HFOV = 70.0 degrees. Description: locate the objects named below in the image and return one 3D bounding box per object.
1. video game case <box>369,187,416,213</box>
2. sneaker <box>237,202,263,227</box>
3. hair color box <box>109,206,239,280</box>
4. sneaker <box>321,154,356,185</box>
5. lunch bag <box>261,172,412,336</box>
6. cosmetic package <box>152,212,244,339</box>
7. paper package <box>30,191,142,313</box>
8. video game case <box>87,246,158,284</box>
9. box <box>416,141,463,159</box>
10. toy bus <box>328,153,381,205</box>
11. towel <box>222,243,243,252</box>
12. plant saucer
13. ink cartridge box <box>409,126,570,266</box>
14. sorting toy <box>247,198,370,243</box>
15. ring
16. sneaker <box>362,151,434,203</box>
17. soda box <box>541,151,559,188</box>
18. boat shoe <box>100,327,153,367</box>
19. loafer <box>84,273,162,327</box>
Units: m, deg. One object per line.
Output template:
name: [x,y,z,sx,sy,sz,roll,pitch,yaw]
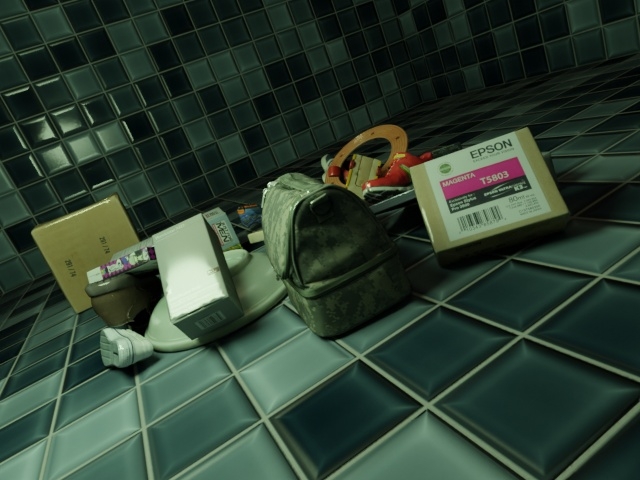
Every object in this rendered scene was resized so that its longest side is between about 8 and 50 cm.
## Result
video game case: [0.237,-0.111,1.146,0.196,0.026,0.274,-21,-1,35]
sneaker: [-0.212,-0.102,1.757,0.221,0.087,0.083,-11,20,-26]
hair color box: [-0.461,0.027,1.453,0.374,0.114,0.185,-27,17,-13]
sneaker: [0.091,-0.276,1.840,0.148,0.131,0.350,-21,27,9]
lunch bag: [0.000,0.000,0.879,0.212,0.256,0.305,-25,17,-10]
cosmetic package: [-0.261,0.072,0.964,0.127,0.107,0.238,-27,56,-4]
paper package: [-0.797,0.038,1.626,0.309,0.325,0.168,-27,18,-18]
video game case: [-0.438,0.058,1.190,0.210,0.042,0.232,-20,-5,24]
box: [0.366,-0.252,1.529,0.232,0.059,0.183,-17,18,18]
toy bus: [0.123,-0.162,1.425,0.202,0.191,0.104,-29,-10,-8]
towel: [-0.327,0.081,1.303,0.237,0.021,0.102,-27,-22,-47]
plant saucer: [-0.256,0.113,1.123,0.400,0.101,0.400,-20,16,6]
ink cartridge box: [0.306,-0.079,0.858,0.234,0.193,0.088,-19,-27,13]
sorting toy: [-0.011,-0.024,1.183,0.257,0.090,0.255,-13,6,21]
ring: [0.159,-0.270,1.596,0.336,0.032,0.337,-27,40,25]
sneaker: [0.209,-0.175,1.221,0.278,0.119,0.107,-18,-4,-35]
soda box: [0.372,-0.101,1.008,0.286,0.091,0.098,-25,15,-11]
boat shoe: [-0.434,0.242,1.019,0.075,0.083,0.226,0,1,-36]
loafer: [-0.497,0.167,1.181,0.133,0.130,0.366,-16,-4,-4]
